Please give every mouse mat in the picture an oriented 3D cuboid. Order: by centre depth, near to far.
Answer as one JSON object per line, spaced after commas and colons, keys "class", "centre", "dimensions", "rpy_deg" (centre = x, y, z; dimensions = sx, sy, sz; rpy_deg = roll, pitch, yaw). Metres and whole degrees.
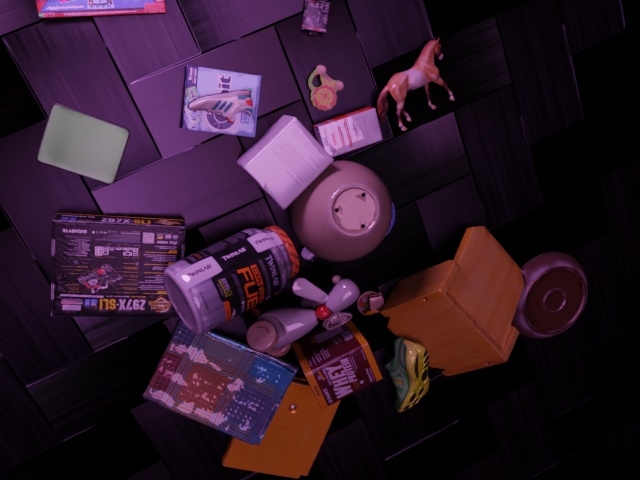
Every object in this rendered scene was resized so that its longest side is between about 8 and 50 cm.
{"class": "mouse mat", "centre": [-0.584, -0.235, 1.404], "dimensions": [0.190, 0.007, 0.152], "rpy_deg": [18, 100, -21]}

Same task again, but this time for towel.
{"class": "towel", "centre": [-0.284, 0.410, 1.623], "dimensions": [0.370, 0.040, 0.271], "rpy_deg": [26, 97, -10]}

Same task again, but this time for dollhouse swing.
{"class": "dollhouse swing", "centre": [0.423, 0.177, 1.777], "dimensions": [0.315, 0.304, 0.347], "rpy_deg": [-27, 119, 39]}

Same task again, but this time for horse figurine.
{"class": "horse figurine", "centre": [0.254, -0.416, 1.557], "dimensions": [0.263, 0.066, 0.174], "rpy_deg": [-31, 117, -8]}

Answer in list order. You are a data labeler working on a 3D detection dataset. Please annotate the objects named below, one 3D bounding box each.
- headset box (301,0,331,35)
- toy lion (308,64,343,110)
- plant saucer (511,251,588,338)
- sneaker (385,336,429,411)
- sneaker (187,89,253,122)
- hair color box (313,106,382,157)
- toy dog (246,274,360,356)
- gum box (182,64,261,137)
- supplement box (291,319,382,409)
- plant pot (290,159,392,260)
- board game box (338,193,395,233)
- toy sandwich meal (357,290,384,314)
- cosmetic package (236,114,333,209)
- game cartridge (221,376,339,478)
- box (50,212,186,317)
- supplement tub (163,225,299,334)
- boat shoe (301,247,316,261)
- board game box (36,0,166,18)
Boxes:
{"class": "headset box", "centre": [-0.012, -0.569, 1.455], "dimensions": [0.062, 0.032, 0.083], "rpy_deg": [4, 105, -16]}
{"class": "toy lion", "centre": [0.007, -0.400, 1.512], "dimensions": [0.100, 0.034, 0.096], "rpy_deg": [37, 101, -21]}
{"class": "plant saucer", "centre": [0.765, 0.193, 1.886], "dimensions": [0.311, 0.050, 0.310], "rpy_deg": [-5, 108, -15]}
{"class": "sneaker", "centre": [0.270, 0.417, 1.783], "dimensions": [0.110, 0.123, 0.295], "rpy_deg": [-21, 130, -30]}
{"class": "sneaker", "centre": [-0.242, -0.324, 1.401], "dimensions": [0.161, 0.057, 0.075], "rpy_deg": [-14, 103, -15]}
{"class": "hair color box", "centre": [0.075, -0.294, 1.548], "dimensions": [0.167, 0.053, 0.093], "rpy_deg": [-20, 111, -11]}
{"class": "toy dog", "centre": [-0.070, 0.189, 1.590], "dimensions": [0.334, 0.161, 0.220], "rpy_deg": [-24, 156, -20]}
{"class": "gum box", "centre": [-0.251, -0.352, 1.445], "dimensions": [0.185, 0.041, 0.156], "rpy_deg": [3, 105, -17]}
{"class": "supplement box", "centre": [0.043, 0.349, 1.648], "dimensions": [0.194, 0.191, 0.129], "rpy_deg": [-25, 111, -7]}
{"class": "plant pot", "centre": [0.070, -0.077, 1.500], "dimensions": [0.284, 0.191, 0.283], "rpy_deg": [0, 93, -9]}
{"class": "board game box", "centre": [0.128, -0.072, 1.638], "dimensions": [0.169, 0.033, 0.133], "rpy_deg": [21, 100, -13]}
{"class": "toy sandwich meal", "centre": [0.153, 0.192, 1.721], "dimensions": [0.086, 0.029, 0.085], "rpy_deg": [-4, 106, -15]}
{"class": "cosmetic package", "centre": [-0.095, -0.206, 1.472], "dimensions": [0.184, 0.151, 0.151], "rpy_deg": [-44, 111, -1]}
{"class": "game cartridge", "centre": [-0.117, 0.568, 1.747], "dimensions": [0.286, 0.052, 0.323], "rpy_deg": [19, 102, -20]}
{"class": "box", "centre": [-0.519, 0.068, 1.472], "dimensions": [0.322, 0.079, 0.257], "rpy_deg": [2, 107, -17]}
{"class": "supplement tub", "centre": [-0.223, 0.090, 1.468], "dimensions": [0.316, 0.194, 0.193], "rpy_deg": [-28, 112, -28]}
{"class": "boat shoe", "centre": [0.000, 0.000, 1.619], "dimensions": [0.142, 0.049, 0.040], "rpy_deg": [-50, 147, -5]}
{"class": "board game box", "centre": [-0.510, -0.595, 1.311], "dimensions": [0.282, 0.027, 0.145], "rpy_deg": [-8, 106, -13]}
